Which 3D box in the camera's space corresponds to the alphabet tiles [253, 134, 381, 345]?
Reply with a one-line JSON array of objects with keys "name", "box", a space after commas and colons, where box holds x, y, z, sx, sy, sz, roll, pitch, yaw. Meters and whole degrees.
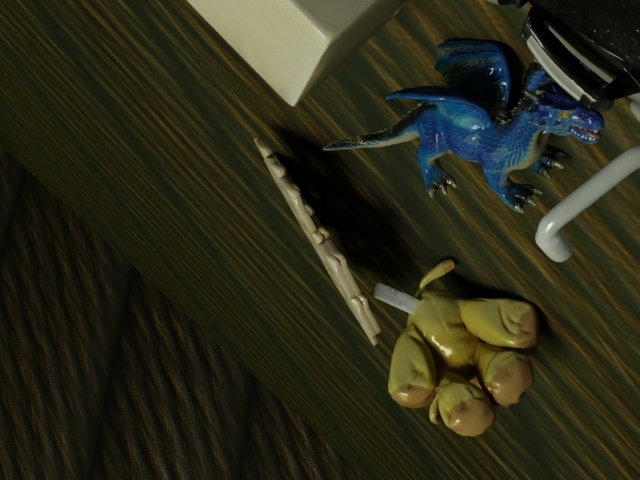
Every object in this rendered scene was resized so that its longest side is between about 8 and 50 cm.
[{"name": "alphabet tiles", "box": [0.000, 0.000, 1.096, 0.278, 0.021, 0.284, 61, 178, -37]}]

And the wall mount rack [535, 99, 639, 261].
[{"name": "wall mount rack", "box": [0.285, 0.080, 0.550, 0.304, 0.130, 0.350, 23, -148, -46]}]

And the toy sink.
[{"name": "toy sink", "box": [-0.040, -0.247, 0.642, 0.234, 0.153, 0.131, 45, 161, -1]}]

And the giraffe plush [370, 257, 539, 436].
[{"name": "giraffe plush", "box": [0.162, 0.145, 1.023, 0.210, 0.181, 0.170, 42, 170, 35]}]

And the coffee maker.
[{"name": "coffee maker", "box": [0.161, -0.176, 0.469, 0.178, 0.120, 0.171, 39, 135, 14]}]

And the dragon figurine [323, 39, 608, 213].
[{"name": "dragon figurine", "box": [0.114, -0.109, 0.699, 0.289, 0.085, 0.144, 21, 147, 41]}]
